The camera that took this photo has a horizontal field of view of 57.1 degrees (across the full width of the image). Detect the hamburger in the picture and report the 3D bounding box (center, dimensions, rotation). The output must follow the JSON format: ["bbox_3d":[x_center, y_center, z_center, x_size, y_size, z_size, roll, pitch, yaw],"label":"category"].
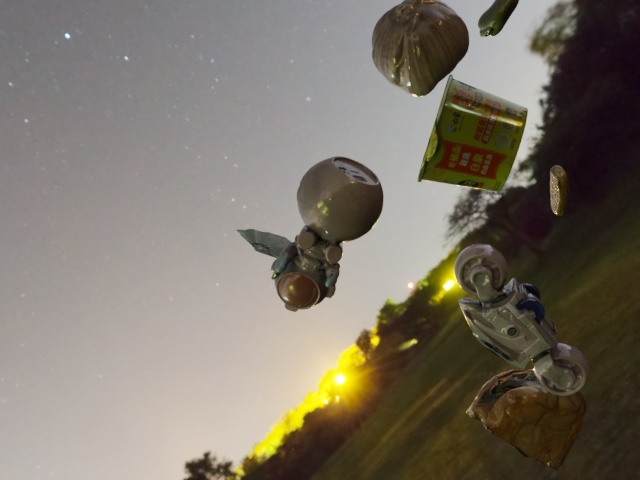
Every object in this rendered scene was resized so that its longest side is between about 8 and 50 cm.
[{"bbox_3d":[0.529,0.414,1.450,0.209,0.330,0.162,-55,26,4],"label":"hamburger"}]

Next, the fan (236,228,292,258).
[{"bbox_3d":[-0.127,0.011,1.568,0.131,0.240,0.009,-17,-54,-50],"label":"fan"}]

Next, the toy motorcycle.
[{"bbox_3d":[0.270,0.118,0.828,0.112,0.254,0.112,-39,4,3],"label":"toy motorcycle"}]

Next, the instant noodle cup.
[{"bbox_3d":[0.406,-0.269,1.577,0.311,0.221,0.311,16,-90,-81],"label":"instant noodle cup"}]

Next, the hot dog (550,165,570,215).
[{"bbox_3d":[0.696,-0.139,1.703,0.047,0.066,0.216,-20,-37,10],"label":"hot dog"}]

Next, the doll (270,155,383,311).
[{"bbox_3d":[0.000,0.000,1.005,0.151,0.151,0.287,-20,-39,-54],"label":"doll"}]

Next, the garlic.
[{"bbox_3d":[0.298,-0.601,1.787,0.317,0.317,0.259,-42,-50,-12],"label":"garlic"}]

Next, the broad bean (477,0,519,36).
[{"bbox_3d":[0.593,-0.761,1.973,0.174,0.082,0.124,121,170,-53],"label":"broad bean"}]
